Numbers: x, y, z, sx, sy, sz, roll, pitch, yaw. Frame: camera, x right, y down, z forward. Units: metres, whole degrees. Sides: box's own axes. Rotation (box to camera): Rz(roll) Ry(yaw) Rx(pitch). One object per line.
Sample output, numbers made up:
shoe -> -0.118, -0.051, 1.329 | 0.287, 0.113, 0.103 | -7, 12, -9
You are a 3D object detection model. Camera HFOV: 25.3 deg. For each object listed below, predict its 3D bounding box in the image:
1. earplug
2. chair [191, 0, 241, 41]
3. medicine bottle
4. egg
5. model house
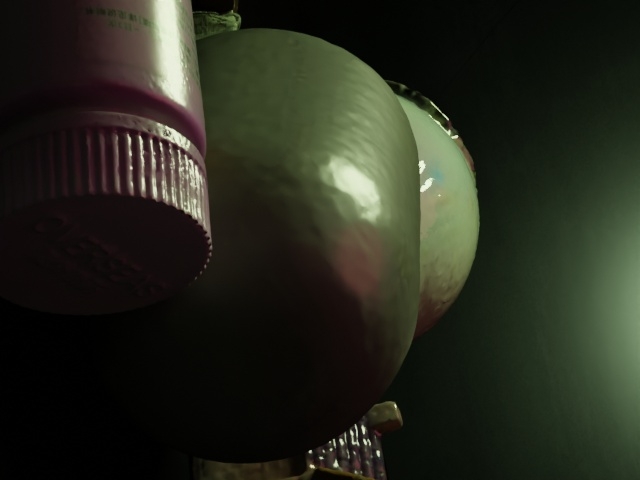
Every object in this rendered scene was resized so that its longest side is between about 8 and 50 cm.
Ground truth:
earplug -> -0.059, 0.019, 1.277 | 0.394, 0.312, 0.313 | -87, 163, -62
chair -> -0.171, -0.280, 1.581 | 0.319, 0.160, 0.186 | -92, 173, -62
medicine bottle -> -0.177, -0.108, 1.067 | 0.178, 0.178, 0.291 | 66, 12, -59
egg -> 0.000, 0.000, 1.746 | 0.340, 0.354, 0.355 | -45, 124, -62
model house -> -0.001, 0.294, 1.547 | 0.202, 0.237, 0.237 | 67, 12, -48
